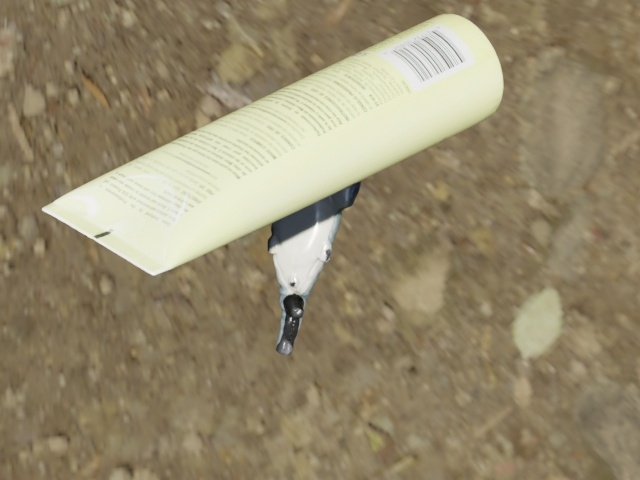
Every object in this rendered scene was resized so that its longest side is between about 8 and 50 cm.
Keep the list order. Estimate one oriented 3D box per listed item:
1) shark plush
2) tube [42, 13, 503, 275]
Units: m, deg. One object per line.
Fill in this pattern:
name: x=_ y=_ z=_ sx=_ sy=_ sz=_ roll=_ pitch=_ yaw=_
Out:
shark plush: x=0.000 y=0.000 z=1.279 sx=0.073 sy=0.067 sz=0.161 roll=0 pitch=89 yaw=14
tube: x=-0.014 y=-0.046 z=0.906 sx=0.240 sy=0.070 sz=0.062 roll=-27 pitch=85 yaw=-33
